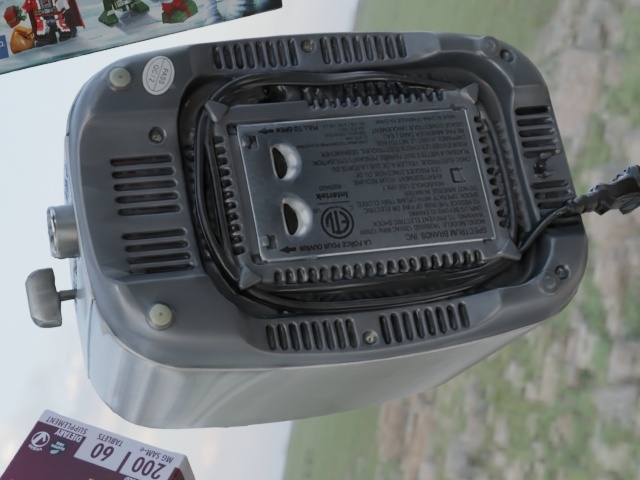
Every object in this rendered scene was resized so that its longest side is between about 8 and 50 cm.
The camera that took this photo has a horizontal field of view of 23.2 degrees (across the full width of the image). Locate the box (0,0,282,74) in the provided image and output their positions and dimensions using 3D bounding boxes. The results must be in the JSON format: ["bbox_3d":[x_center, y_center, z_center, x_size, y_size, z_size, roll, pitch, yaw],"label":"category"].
[{"bbox_3d":[-0.081,-0.099,0.446,0.027,0.137,0.094,33,135,57],"label":"box"}]

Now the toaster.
[{"bbox_3d":[0.000,0.000,0.619,0.146,0.227,0.129,128,132,-65],"label":"toaster"}]

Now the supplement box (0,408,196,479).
[{"bbox_3d":[-0.199,0.249,1.121,0.073,0.130,0.239,78,-146,-48],"label":"supplement box"}]
